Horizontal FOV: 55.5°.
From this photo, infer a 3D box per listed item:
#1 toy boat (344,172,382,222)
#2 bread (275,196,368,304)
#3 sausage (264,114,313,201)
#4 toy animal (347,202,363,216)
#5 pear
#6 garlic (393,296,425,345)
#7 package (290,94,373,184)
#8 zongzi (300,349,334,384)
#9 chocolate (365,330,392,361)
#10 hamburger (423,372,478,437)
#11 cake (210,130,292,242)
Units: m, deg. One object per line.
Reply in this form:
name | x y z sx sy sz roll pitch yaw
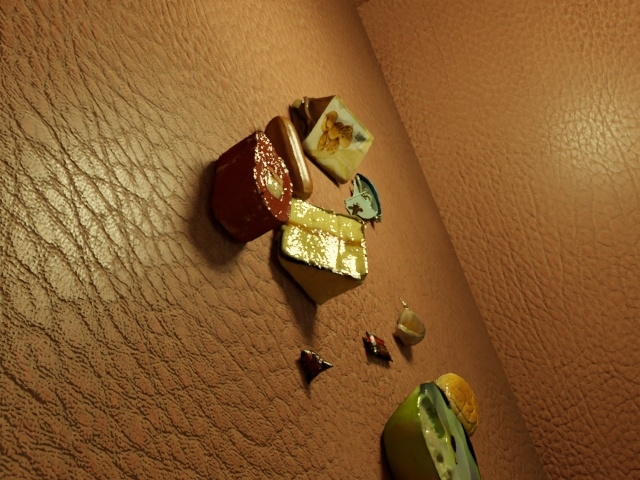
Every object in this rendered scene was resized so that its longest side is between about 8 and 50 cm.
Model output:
toy boat | 0.165 -0.153 2.372 0.221 0.066 0.291 65 24 -3
bread | 0.000 0.000 1.670 0.236 0.198 0.264 43 29 -30
sausage | -0.095 -0.237 1.793 0.105 0.105 0.275 14 54 -63
toy animal | 0.091 0.014 1.869 0.276 0.054 0.149 90 18 -45
pear | 0.306 0.620 1.742 0.399 0.165 0.399 49 27 -35
garlic | 0.324 0.304 2.231 0.128 0.090 0.198 45 31 -15
package | 0.021 -0.379 2.200 0.165 0.221 0.311 31 -2 40
zongzi | -0.005 0.301 1.484 0.067 0.073 0.083 60 14 -71
chocolate | 0.187 0.343 1.947 0.182 0.028 0.086 31 33 -57
hamburger | 0.442 0.583 2.101 0.244 0.162 0.245 48 29 -39
cake | -0.158 -0.123 1.471 0.177 0.150 0.283 45 25 -35
